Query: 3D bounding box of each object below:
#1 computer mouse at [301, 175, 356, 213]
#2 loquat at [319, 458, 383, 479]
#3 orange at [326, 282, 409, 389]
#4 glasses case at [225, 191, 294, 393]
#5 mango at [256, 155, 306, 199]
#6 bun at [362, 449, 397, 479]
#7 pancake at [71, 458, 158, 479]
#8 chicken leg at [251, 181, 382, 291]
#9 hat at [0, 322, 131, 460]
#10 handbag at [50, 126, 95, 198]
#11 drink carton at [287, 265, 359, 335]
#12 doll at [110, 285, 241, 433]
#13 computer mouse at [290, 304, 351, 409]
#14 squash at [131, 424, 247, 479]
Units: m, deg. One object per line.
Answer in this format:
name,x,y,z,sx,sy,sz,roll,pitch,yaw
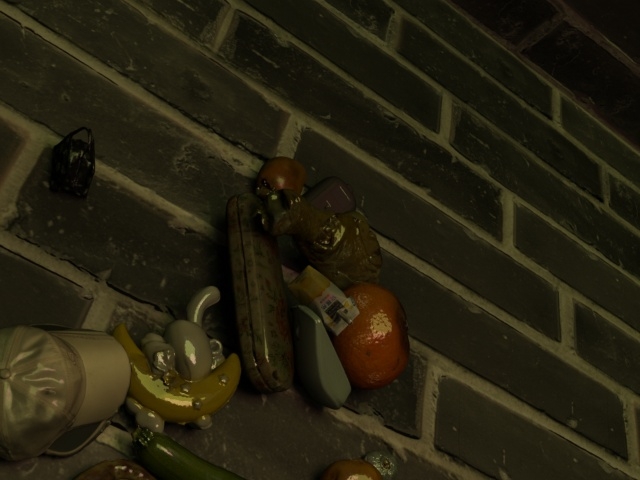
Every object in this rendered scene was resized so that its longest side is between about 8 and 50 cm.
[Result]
computer mouse,0.006,-0.071,1.880,0.120,0.057,0.232,54,40,-8
loquat,0.059,0.482,1.502,0.137,0.113,0.137,8,78,-44
orange,0.104,0.201,1.667,0.224,0.170,0.224,-14,90,-71
glasses case,-0.124,0.099,1.595,0.156,0.098,0.425,58,19,-60
mango,-0.089,-0.143,1.831,0.111,0.089,0.163,49,31,-21
bun,0.122,0.462,1.615,0.083,0.045,0.083,22,45,-24
pancake,-0.316,0.475,1.242,0.250,0.031,0.250,22,52,-32
chicken leg,0.000,0.000,1.679,0.153,0.201,0.429,28,-5,38
hat,-0.421,0.219,1.245,0.275,0.161,0.232,-5,69,-46
handbag,-0.456,-0.163,1.492,0.072,0.139,0.115,11,56,-28
drink carton,0.020,0.129,1.570,0.200,0.084,0.074,40,-11,47
doll,-0.254,0.220,1.421,0.237,0.111,0.252,-13,72,-29
computer mouse,-0.013,0.235,1.573,0.079,0.128,0.231,-27,104,-21
squash,-0.219,0.396,1.351,0.258,0.069,0.069,35,44,-22
